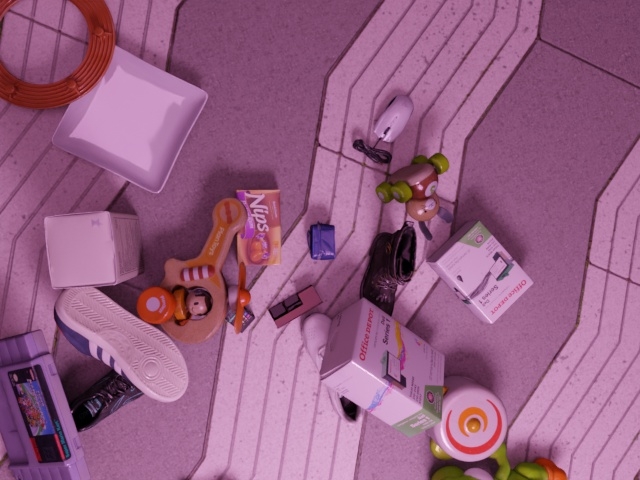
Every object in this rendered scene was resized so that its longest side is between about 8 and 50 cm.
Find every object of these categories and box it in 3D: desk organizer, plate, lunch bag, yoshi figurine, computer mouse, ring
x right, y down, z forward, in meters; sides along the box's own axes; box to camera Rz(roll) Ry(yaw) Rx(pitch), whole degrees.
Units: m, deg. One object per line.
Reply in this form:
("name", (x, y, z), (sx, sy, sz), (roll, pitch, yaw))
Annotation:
("desk organizer", (-0.063, 0.164, 1.501), (0.130, 0.047, 0.050), (-30, 92, -7))
("plate", (-0.450, -0.290, 1.442), (0.277, 0.045, 0.277), (26, 87, -8))
("lunch bag", (0.000, 0.000, 1.497), (0.065, 0.067, 0.098), (-2, 90, -9))
("yoshi figurine", (0.430, 0.631, 1.539), (0.363, 0.203, 0.203), (9, 130, -22))
("computer mouse", (0.173, -0.290, 1.532), (0.106, 0.042, 0.193), (32, 86, -6))
("ring", (-0.647, -0.470, 1.396), (0.337, 0.032, 0.336), (0, 86, -1))

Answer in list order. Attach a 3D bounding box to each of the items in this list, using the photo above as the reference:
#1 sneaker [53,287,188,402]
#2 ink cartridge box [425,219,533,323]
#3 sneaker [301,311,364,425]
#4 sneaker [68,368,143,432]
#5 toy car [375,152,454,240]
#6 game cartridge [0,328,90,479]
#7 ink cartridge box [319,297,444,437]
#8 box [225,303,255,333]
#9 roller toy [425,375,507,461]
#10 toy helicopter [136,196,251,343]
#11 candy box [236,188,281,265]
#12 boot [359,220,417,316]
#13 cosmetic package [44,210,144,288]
("sneaker", (-0.456, 0.241, 1.374), (0.350, 0.148, 0.131), (46, 49, -11))
("ink cartridge box", (0.407, 0.080, 1.543), (0.160, 0.092, 0.219), (-44, 95, -5))
("sneaker", (0.044, 0.313, 1.476), (0.111, 0.129, 0.297), (-26, 92, -4))
("sneaker", (-0.488, 0.363, 1.413), (0.267, 0.106, 0.101), (-41, 94, -7))
("toy car", (0.260, -0.098, 1.506), (0.155, 0.149, 0.188), (-37, 107, -16))
("game cartridge", (-0.652, 0.386, 1.351), (0.230, 0.068, 0.354), (-16, 93, 35))
("ink cartridge box", (0.153, 0.298, 1.425), (0.278, 0.201, 0.117), (36, 129, -17))
("box", (-0.207, 0.178, 1.471), (0.083, 0.062, 0.052), (41, 84, -7))
("roller toy", (0.359, 0.442, 1.512), (0.191, 0.146, 0.209), (-14, 92, -8))
("toy helicopter", (-0.246, 0.071, 1.400), (0.235, 0.140, 0.354), (19, 82, 14))
("candy box", (-0.152, -0.033, 1.483), (0.109, 0.053, 0.186), (0, 92, -7))
("boot", (0.166, 0.085, 1.440), (0.091, 0.229, 0.262), (5, 90, -8))
("cosmetic package", (-0.480, 0.016, 1.313), (0.129, 0.296, 0.153), (-5, 90, -6))
